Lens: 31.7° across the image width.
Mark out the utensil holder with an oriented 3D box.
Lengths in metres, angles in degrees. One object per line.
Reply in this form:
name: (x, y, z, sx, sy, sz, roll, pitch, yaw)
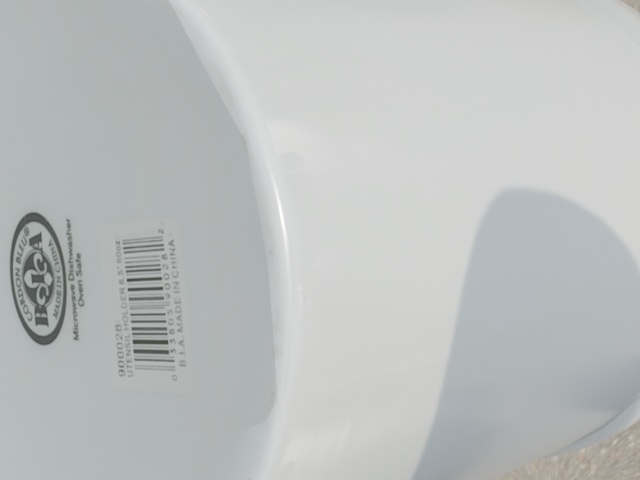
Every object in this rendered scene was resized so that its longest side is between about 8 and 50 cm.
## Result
utensil holder: (0.000, 0.000, 0.631, 0.328, 0.385, 0.327, 6, 99, 42)
